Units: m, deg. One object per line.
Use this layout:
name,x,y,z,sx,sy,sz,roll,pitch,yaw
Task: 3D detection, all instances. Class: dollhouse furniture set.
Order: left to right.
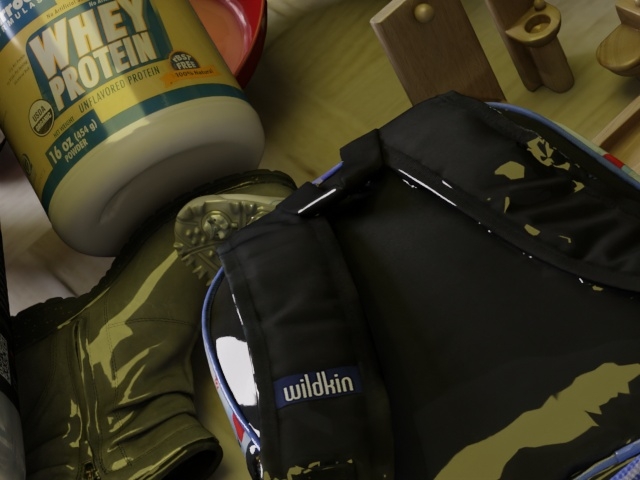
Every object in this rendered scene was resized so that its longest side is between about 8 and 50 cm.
dollhouse furniture set,0.146,-0.108,1.059,0.144,0.123,0.151,-42,41,-12

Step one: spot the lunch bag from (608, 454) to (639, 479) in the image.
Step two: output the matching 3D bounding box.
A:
lunch bag,0.324,0.136,0.624,0.385,0.239,0.328,-42,40,-1

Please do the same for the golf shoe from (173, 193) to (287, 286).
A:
golf shoe,0.000,0.000,1.050,0.176,0.069,0.086,12,30,-10

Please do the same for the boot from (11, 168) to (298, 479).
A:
boot,-0.089,0.078,1.068,0.246,0.083,0.161,-34,49,2

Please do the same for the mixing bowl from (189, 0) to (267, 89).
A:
mixing bowl,-0.108,-0.147,1.252,0.181,0.098,0.181,-4,76,18

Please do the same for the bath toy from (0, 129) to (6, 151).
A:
bath toy,-0.286,-0.035,1.254,0.129,0.151,0.348,18,63,16

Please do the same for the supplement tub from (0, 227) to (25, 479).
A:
supplement tub,-0.287,0.014,1.037,0.207,0.207,0.338,-20,57,13

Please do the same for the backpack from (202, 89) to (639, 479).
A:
backpack,0.079,0.064,0.865,0.276,0.213,0.263,-30,48,-7

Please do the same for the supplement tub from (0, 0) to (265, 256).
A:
supplement tub,-0.139,-0.106,1.122,0.144,0.144,0.199,-31,71,0
